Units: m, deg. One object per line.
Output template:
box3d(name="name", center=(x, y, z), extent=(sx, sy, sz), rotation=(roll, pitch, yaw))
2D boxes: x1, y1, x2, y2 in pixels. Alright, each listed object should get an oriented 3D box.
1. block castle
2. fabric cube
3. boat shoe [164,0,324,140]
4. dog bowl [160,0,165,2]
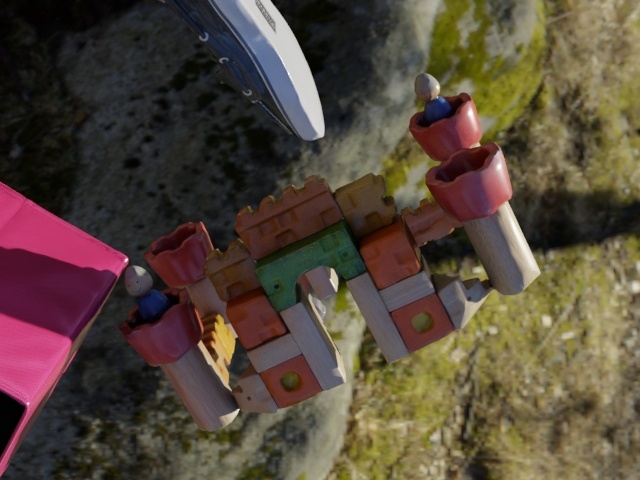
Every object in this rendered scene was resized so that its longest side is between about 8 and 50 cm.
box3d(name="block castle", center=(0.000, 0.000, 1.240), extent=(0.213, 0.453, 0.303), rotation=(62, 10, -20))
box3d(name="fabric cube", center=(-0.394, 0.103, 1.098), extent=(0.259, 0.254, 0.258), rotation=(30, 34, -6))
box3d(name="boat shoe", center=(-0.040, -0.102, 0.565), extent=(0.142, 0.040, 0.049), rotation=(55, 24, -45))
box3d(name="dog bowl", center=(-0.050, -0.313, 0.739), extent=(0.102, 0.349, 0.349), rotation=(40, 57, 3))
